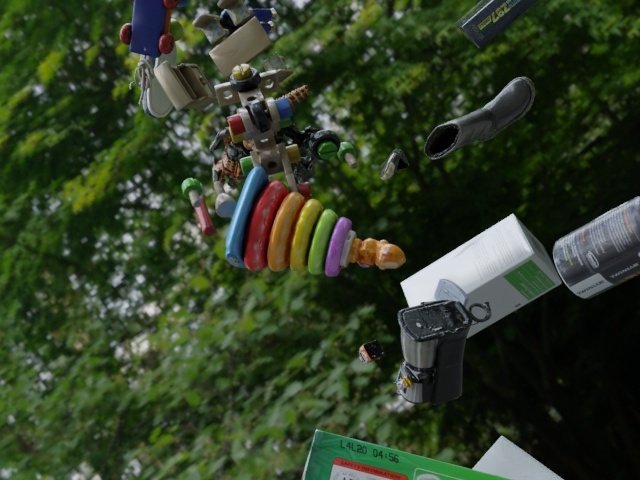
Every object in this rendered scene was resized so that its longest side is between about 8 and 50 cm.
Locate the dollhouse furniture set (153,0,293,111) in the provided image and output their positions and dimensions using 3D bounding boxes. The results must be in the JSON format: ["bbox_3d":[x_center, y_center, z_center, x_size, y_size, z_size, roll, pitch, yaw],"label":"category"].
[{"bbox_3d":[-0.227,-0.403,2.116,0.242,0.212,0.161,-34,-2,19],"label":"dollhouse furniture set"}]

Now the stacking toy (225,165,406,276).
[{"bbox_3d":[0.000,0.000,1.621,0.175,0.301,0.166,72,-145,-76],"label":"stacking toy"}]

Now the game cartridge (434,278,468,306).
[{"bbox_3d":[0.273,0.117,1.958,0.017,0.083,0.056,-9,-56,-36],"label":"game cartridge"}]

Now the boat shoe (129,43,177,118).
[{"bbox_3d":[-0.404,-0.397,2.272,0.079,0.255,0.095,-17,-28,28],"label":"boat shoe"}]

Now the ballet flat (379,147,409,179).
[{"bbox_3d":[0.165,-0.164,2.056,0.057,0.049,0.173,-51,0,24],"label":"ballet flat"}]

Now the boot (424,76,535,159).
[{"bbox_3d":[0.316,-0.243,1.865,0.208,0.076,0.190,-13,-32,-49],"label":"boot"}]

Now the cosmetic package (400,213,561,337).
[{"bbox_3d":[0.425,0.114,2.511,0.365,0.155,0.197,-35,-42,19],"label":"cosmetic package"}]

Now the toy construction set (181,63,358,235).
[{"bbox_3d":[-0.141,-0.183,1.780,0.308,0.237,0.257,-38,-46,11],"label":"toy construction set"}]

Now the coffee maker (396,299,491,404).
[{"bbox_3d":[0.228,0.212,1.756,0.120,0.171,0.178,-81,-9,-52],"label":"coffee maker"}]

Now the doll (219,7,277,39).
[{"bbox_3d":[-0.210,-0.567,2.471,0.188,0.046,0.129,-8,-51,-24],"label":"doll"}]

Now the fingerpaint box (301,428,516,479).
[{"bbox_3d":[0.166,0.432,1.092,0.163,0.444,0.371,-73,-4,-46],"label":"fingerpaint box"}]

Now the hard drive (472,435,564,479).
[{"bbox_3d":[0.507,0.636,2.278,0.203,0.307,0.040,-39,-31,-30],"label":"hard drive"}]

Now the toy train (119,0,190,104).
[{"bbox_3d":[-0.323,-0.404,1.875,0.143,0.105,0.248,-47,-30,-64],"label":"toy train"}]

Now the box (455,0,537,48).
[{"bbox_3d":[0.348,-0.449,1.782,0.183,0.059,0.233,-40,9,13],"label":"box"}]

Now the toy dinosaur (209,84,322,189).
[{"bbox_3d":[-0.116,-0.211,2.076,0.218,0.164,0.322,21,-27,-26],"label":"toy dinosaur"}]

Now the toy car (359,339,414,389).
[{"bbox_3d":[0.113,0.237,1.720,0.040,0.122,0.060,-38,2,29],"label":"toy car"}]

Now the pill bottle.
[{"bbox_3d":[0.565,0.003,1.740,0.245,0.130,0.130,-34,-8,38],"label":"pill bottle"}]
